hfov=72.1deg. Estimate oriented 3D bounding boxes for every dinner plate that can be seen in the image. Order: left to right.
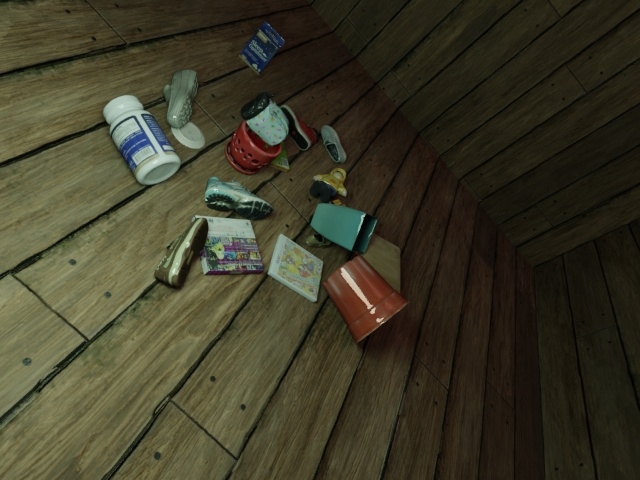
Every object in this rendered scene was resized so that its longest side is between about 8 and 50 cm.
[{"bbox_3d":[-0.509,-0.418,1.705,0.141,0.017,0.141,27,46,-31],"label":"dinner plate"}]

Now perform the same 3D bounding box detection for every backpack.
[{"bbox_3d":[-0.204,-0.459,1.690,0.182,0.151,0.115,42,42,-38],"label":"backpack"}]

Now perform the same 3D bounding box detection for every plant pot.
[{"bbox_3d":[-0.279,-0.373,1.785,0.191,0.174,0.191,28,43,-30],"label":"plant pot"},{"bbox_3d":[0.090,-0.069,1.879,0.234,0.166,0.165,24,5,25],"label":"plant pot"},{"bbox_3d":[0.164,0.218,1.741,0.265,0.272,0.272,53,36,12],"label":"plant pot"}]

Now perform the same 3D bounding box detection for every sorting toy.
[{"bbox_3d":[0.249,0.114,2.015,0.257,0.089,0.256,27,54,-33],"label":"sorting toy"}]

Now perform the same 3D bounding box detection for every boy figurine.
[{"bbox_3d":[0.057,-0.269,2.117,0.177,0.092,0.285,32,33,10],"label":"boy figurine"}]

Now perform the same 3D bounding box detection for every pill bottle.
[{"bbox_3d":[-0.586,-0.328,1.434,0.153,0.153,0.265,-25,81,-53],"label":"pill bottle"}]

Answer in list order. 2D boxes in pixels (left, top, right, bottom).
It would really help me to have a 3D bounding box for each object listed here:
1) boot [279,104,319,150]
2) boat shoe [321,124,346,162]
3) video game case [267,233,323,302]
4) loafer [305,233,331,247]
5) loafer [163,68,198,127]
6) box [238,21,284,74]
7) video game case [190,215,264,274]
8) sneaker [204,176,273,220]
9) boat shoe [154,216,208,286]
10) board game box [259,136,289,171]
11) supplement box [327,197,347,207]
[{"bbox_3d":[-0.106,-0.584,2.220,0.244,0.088,0.176,55,35,-11],"label":"boot"},{"bbox_3d":[0.061,-0.516,2.346,0.081,0.079,0.228,-20,80,-57],"label":"boat shoe"},{"bbox_3d":[-0.092,0.107,1.728,0.227,0.026,0.206,35,41,-23],"label":"video game case"},{"bbox_3d":[0.000,0.000,1.892,0.148,0.050,0.056,-4,65,-49],"label":"loafer"},{"bbox_3d":[-0.554,-0.551,1.703,0.111,0.112,0.320,2,50,-3],"label":"loafer"},{"bbox_3d":[-0.295,-0.954,2.188,0.136,0.225,0.036,41,39,-16],"label":"box"},{"bbox_3d":[-0.321,0.018,1.536,0.232,0.042,0.210,2,60,-46],"label":"video game case"},{"bbox_3d":[-0.299,-0.169,1.658,0.283,0.110,0.122,17,46,-39],"label":"sneaker"},{"bbox_3d":[-0.434,0.020,1.364,0.095,0.095,0.258,10,48,7],"label":"boat shoe"},{"bbox_3d":[-0.218,-0.440,2.021,0.124,0.039,0.260,15,54,-41],"label":"board game box"},{"bbox_3d":[0.093,-0.092,2.041,0.104,0.081,0.188,-24,80,-53],"label":"supplement box"}]
